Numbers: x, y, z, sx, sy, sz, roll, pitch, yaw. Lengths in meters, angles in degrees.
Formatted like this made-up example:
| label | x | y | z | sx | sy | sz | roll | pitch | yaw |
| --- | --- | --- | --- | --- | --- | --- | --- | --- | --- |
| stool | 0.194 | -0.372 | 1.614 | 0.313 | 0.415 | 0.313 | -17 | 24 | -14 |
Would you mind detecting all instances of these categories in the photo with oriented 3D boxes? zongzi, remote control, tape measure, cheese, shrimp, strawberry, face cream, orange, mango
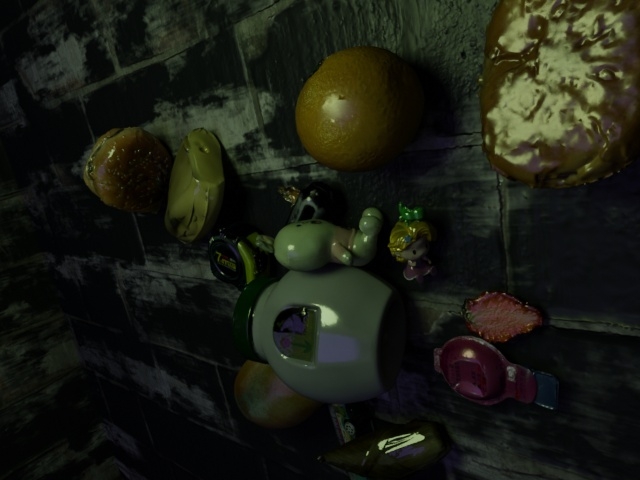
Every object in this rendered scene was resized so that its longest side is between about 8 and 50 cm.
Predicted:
| label | x | y | z | sx | sy | sz | roll | pitch | yaw |
| --- | --- | --- | --- | --- | --- | --- | --- | --- | --- |
| zongzi | 0.149 | 0.472 | 1.080 | 0.221 | 0.242 | 0.112 | -49 | 32 | 34 |
| remote control | -0.046 | -0.024 | 1.096 | 0.090 | 0.066 | 0.266 | 38 | 133 | 9 |
| tape measure | -0.216 | 0.041 | 1.288 | 0.198 | 0.112 | 0.186 | 21 | 128 | 28 |
| cheese | 0.336 | 0.263 | 0.925 | 0.244 | 0.062 | 0.155 | 6 | 113 | 39 |
| shrimp | -0.038 | -0.056 | 1.139 | 0.178 | 0.034 | 0.124 | 29 | 129 | 18 |
| strawberry | 0.337 | 0.141 | 0.885 | 0.152 | 0.048 | 0.104 | -1 | 101 | 28 |
| face cream | 0.001 | 0.199 | 1.065 | 0.356 | 0.219 | 0.313 | 3 | 89 | 32 |
| orange | 0.067 | -0.230 | 0.840 | 0.236 | 0.236 | 0.237 | 18 | 120 | 35 |
| mango | -0.093 | 0.389 | 1.274 | 0.383 | 0.198 | 0.222 | -23 | 74 | 36 |
| cheese | -0.349 | -0.121 | 1.286 | 0.316 | 0.128 | 0.260 | -53 | 37 | 38 |

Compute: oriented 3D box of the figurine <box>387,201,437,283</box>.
| label | x | y | z | sx | sy | sz | roll | pitch | yaw |
| --- | --- | --- | --- | --- | --- | --- | --- | --- | --- |
| figurine | 0.173 | -0.007 | 0.938 | 0.115 | 0.094 | 0.156 | 33 | 149 | 53 |

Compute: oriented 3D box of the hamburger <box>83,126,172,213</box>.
| label | x | y | z | sx | sy | sz | roll | pitch | yaw |
| --- | --- | --- | --- | --- | --- | --- | --- | --- | --- |
| hamburger | -0.561 | -0.200 | 1.398 | 0.146 | 0.243 | 0.286 | 29 | 141 | 27 |

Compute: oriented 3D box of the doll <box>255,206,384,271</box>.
| label | x | y | z | sx | sy | sz | roll | pitch | yaw |
| --- | --- | --- | --- | --- | --- | --- | --- | --- | --- |
| doll | 0.005 | 0.011 | 0.986 | 0.274 | 0.155 | 0.113 | -10 | 111 | 2 |

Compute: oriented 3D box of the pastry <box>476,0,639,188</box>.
| label | x | y | z | sx | sy | sz | roll | pitch | yaw |
| --- | --- | --- | --- | --- | --- | --- | --- | --- | --- |
| pastry | 0.341 | -0.225 | 0.638 | 0.255 | 0.161 | 0.311 | 23 | 113 | 45 |

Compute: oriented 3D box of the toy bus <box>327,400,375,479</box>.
| label | x | y | z | sx | sy | sz | roll | pitch | yaw |
| --- | --- | --- | --- | --- | --- | --- | --- | --- | --- |
| toy bus | 0.097 | 0.516 | 1.234 | 0.109 | 0.091 | 0.262 | -5 | 103 | 50 |
